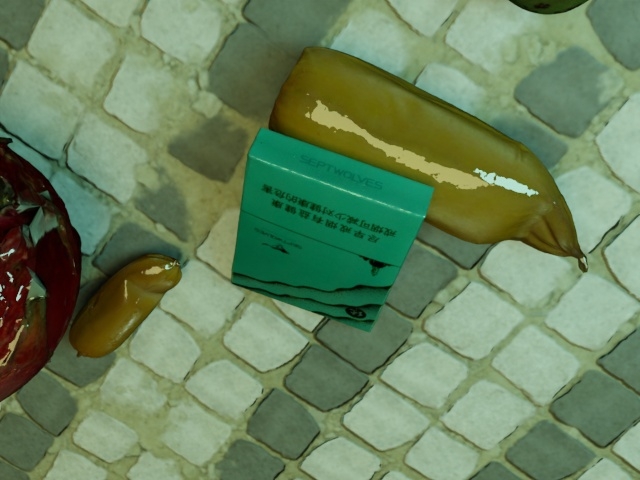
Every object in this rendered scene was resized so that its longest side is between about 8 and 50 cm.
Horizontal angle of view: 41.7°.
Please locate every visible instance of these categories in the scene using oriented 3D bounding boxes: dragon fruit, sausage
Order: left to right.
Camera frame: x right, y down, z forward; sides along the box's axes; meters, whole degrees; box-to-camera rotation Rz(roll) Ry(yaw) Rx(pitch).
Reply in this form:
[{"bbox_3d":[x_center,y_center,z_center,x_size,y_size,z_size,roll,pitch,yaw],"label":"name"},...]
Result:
[{"bbox_3d":[-0.384,0.032,0.818,0.295,0.295,0.302,40,128,-8],"label":"dragon fruit"},{"bbox_3d":[-0.218,0.069,0.927,0.062,0.054,0.183,25,120,-37],"label":"sausage"},{"bbox_3d":[0.110,-0.067,0.771,0.328,0.112,0.112,27,116,-2],"label":"sausage"}]

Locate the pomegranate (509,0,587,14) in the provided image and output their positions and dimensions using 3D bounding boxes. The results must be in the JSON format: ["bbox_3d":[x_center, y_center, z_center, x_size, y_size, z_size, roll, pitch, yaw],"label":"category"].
[{"bbox_3d":[0.177,-0.238,0.671,0.130,0.130,0.130,4,115,9],"label":"pomegranate"}]

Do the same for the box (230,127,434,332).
[{"bbox_3d":[0.000,0.000,0.801,0.161,0.042,0.226,20,147,3],"label":"box"}]
